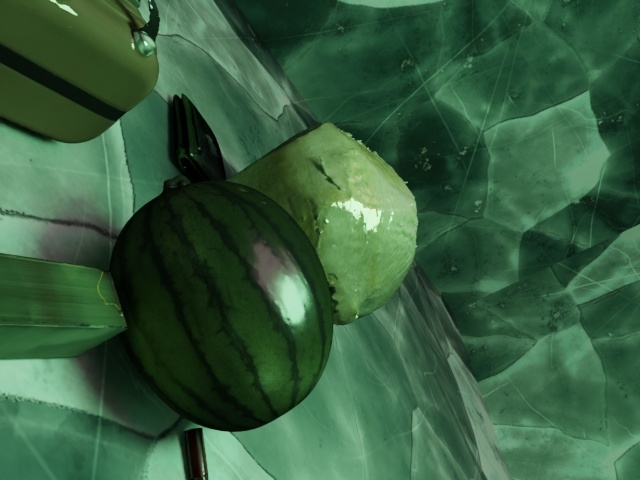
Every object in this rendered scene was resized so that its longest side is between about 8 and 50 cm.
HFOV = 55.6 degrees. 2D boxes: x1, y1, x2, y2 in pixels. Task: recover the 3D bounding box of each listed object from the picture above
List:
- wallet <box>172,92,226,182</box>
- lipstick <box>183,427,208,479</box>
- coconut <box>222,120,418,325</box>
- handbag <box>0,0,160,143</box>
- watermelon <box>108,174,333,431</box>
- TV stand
[{"bbox_3d":[-0.257,-0.203,1.316,0.160,0.055,0.236,55,15,-45],"label":"wallet"},{"bbox_3d":[-0.152,0.331,0.783,0.027,0.027,0.176,39,28,-53],"label":"lipstick"},{"bbox_3d":[0.000,0.000,1.180,0.404,0.405,0.404,54,17,-26],"label":"coconut"},{"bbox_3d":[-0.334,-0.270,0.757,0.302,0.283,0.149,30,33,-62],"label":"handbag"},{"bbox_3d":[-0.135,0.072,0.816,0.359,0.279,0.279,64,16,2],"label":"watermelon"},{"bbox_3d":[-0.318,0.066,0.592,0.082,0.088,0.269,66,16,19],"label":"TV stand"}]
